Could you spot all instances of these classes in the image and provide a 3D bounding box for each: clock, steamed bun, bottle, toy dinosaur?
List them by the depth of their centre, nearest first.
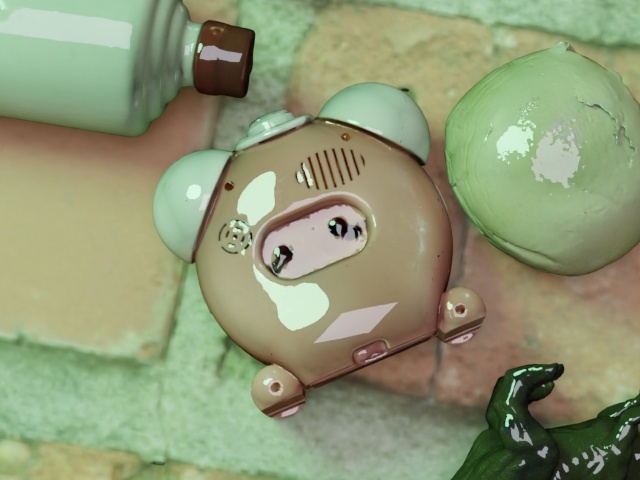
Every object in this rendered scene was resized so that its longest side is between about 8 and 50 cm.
[{"bbox_3d":[0.135,0.160,1.023,0.187,0.087,0.178,4,81,3],"label":"toy dinosaur"},{"bbox_3d":[0.130,-0.044,1.045,0.112,0.091,0.130,-28,82,-6],"label":"steamed bun"},{"bbox_3d":[0.000,0.000,1.047,0.166,0.093,0.162,-23,79,-1],"label":"clock"},{"bbox_3d":[-0.159,-0.118,1.060,0.245,0.104,0.104,8,83,3],"label":"bottle"}]
